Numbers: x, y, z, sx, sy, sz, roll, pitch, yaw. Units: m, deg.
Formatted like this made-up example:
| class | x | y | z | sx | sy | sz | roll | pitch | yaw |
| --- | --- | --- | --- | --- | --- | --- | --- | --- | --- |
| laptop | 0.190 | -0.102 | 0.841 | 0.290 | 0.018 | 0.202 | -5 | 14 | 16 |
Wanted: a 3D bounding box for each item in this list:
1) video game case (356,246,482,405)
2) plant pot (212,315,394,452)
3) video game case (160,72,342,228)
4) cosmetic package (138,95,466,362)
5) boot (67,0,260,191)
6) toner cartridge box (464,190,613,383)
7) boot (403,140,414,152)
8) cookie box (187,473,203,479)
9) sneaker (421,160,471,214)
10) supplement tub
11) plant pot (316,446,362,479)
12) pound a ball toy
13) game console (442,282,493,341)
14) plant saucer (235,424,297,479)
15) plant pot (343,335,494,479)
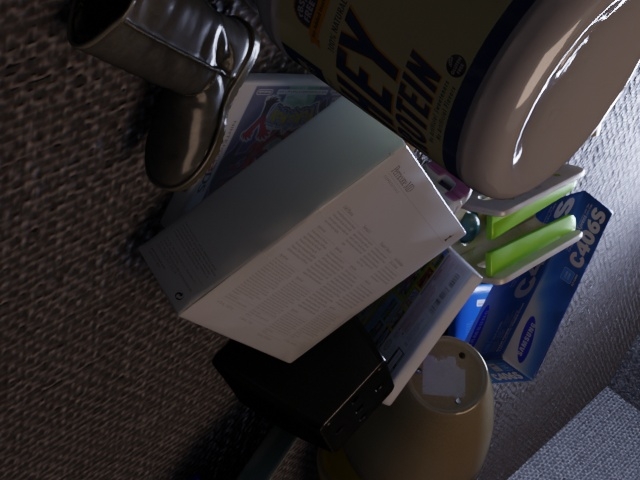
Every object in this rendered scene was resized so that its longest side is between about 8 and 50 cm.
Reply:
| class | x | y | z | sx | sy | sz | roll | pitch | yaw |
| --- | --- | --- | --- | --- | --- | --- | --- | --- | --- |
| video game case | 0.125 | 0.102 | 1.703 | 0.026 | 0.206 | 0.227 | 31 | 100 | -25 |
| plant pot | -0.007 | 0.177 | 1.576 | 0.188 | 0.167 | 0.187 | -45 | 155 | -12 |
| video game case | -0.067 | -0.096 | 1.249 | 0.201 | 0.023 | 0.183 | -12 | 135 | -56 |
| cosmetic package | 0.000 | 0.000 | 1.321 | 0.284 | 0.097 | 0.377 | -34 | 160 | 6 |
| boot | -0.141 | -0.141 | 0.985 | 0.189 | 0.076 | 0.208 | -68 | 162 | 4 |
| toner cartridge box | 0.373 | 0.083 | 2.040 | 0.347 | 0.075 | 0.165 | -60 | -165 | -20 |
| boot | 0.105 | -0.201 | 1.331 | 0.236 | 0.089 | 0.269 | -2 | 129 | -59 |
| cookie box | -0.207 | 0.406 | 1.702 | 0.092 | 0.040 | 0.107 | -34 | 152 | -38 |
| sneaker | 0.113 | -0.017 | 1.615 | 0.236 | 0.095 | 0.104 | -33 | 158 | -39 |
| supplement tub | 0.095 | -0.213 | 0.989 | 0.235 | 0.325 | 0.235 | -41 | 154 | -24 |
| plant pot | 0.102 | 0.434 | 2.079 | 0.254 | 0.254 | 0.239 | -44 | 141 | -16 |
| pound a ball toy | 0.321 | -0.082 | 1.885 | 0.319 | 0.136 | 0.208 | -25 | 120 | -45 |
| game console | 0.222 | 0.200 | 2.202 | 0.293 | 0.173 | 0.250 | 2 | 92 | -62 |
| plant saucer | -0.106 | 0.367 | 1.728 | 0.317 | 0.044 | 0.317 | -55 | 176 | -6 |
| plant pot | 0.174 | 0.263 | 1.860 | 0.256 | 0.256 | 0.274 | -41 | 165 | -23 |
